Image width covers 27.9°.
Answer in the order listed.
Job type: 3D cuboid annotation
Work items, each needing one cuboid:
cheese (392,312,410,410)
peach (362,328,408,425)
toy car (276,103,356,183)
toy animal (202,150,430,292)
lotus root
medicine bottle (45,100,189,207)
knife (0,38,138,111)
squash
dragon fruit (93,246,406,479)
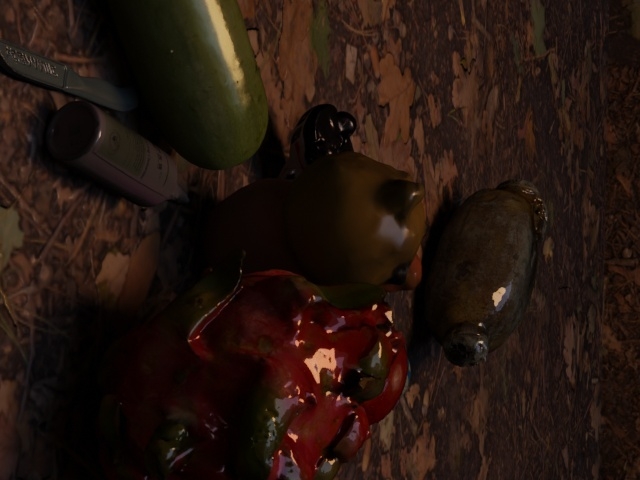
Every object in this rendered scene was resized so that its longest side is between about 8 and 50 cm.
[{"bbox_3d":[0.097,0.167,1.788,0.095,0.038,0.145,-49,135,-56],"label":"cheese"},{"bbox_3d":[0.047,0.157,1.604,0.118,0.151,0.151,-178,-92,-70],"label":"peach"},{"bbox_3d":[-0.002,-0.057,1.488,0.089,0.108,0.209,-56,135,-47],"label":"toy car"},{"bbox_3d":[-0.001,-0.003,1.305,0.169,0.281,0.195,49,44,-28],"label":"toy animal"},{"bbox_3d":[0.244,0.057,1.978,0.349,0.175,0.175,-64,146,-37],"label":"lotus root"},{"bbox_3d":[-0.169,-0.066,1.164,0.199,0.057,0.057,36,59,-61],"label":"medicine bottle"},{"bbox_3d":[-0.218,-0.139,1.107,0.210,0.015,0.028,12,87,-65],"label":"knife"},{"bbox_3d":[-0.139,-0.228,1.166,0.118,0.118,0.370,-60,139,-47],"label":"squash"},{"bbox_3d":[-0.062,0.141,1.158,0.303,0.231,0.237,-26,84,-32],"label":"dragon fruit"}]
